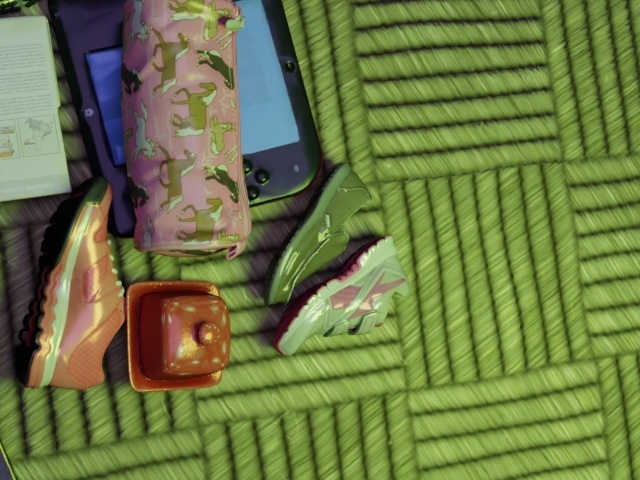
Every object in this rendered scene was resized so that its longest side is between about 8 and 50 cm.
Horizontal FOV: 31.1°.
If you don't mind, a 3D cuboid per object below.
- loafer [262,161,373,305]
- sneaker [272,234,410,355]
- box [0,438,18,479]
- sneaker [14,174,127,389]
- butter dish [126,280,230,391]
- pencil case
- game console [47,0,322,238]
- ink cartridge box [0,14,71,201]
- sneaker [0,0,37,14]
[{"bbox_3d":[0.000,0.000,1.738,0.087,0.094,0.251,34,77,-7],"label":"loafer"},{"bbox_3d":[0.041,0.102,1.738,0.252,0.103,0.111,-38,95,-15],"label":"sneaker"},{"bbox_3d":[-0.550,0.338,1.558,0.257,0.079,0.322,-22,92,-15],"label":"box"},{"bbox_3d":[-0.334,0.065,1.643,0.136,0.116,0.313,18,84,-29],"label":"sneaker"},{"bbox_3d":[-0.186,0.135,1.646,0.160,0.118,0.160,1,85,-38],"label":"butter dish"},{"bbox_3d":[-0.188,-0.162,1.618,0.160,0.167,0.386,-1,87,-41],"label":"pencil case"},{"bbox_3d":[-0.195,-0.224,1.718,0.342,0.060,0.386,-15,89,-17],"label":"game console"},{"bbox_3d":[-0.517,-0.172,1.614,0.296,0.066,0.261,-8,88,-16],"label":"ink cartridge box"},{"bbox_3d":[-0.418,-0.432,1.664,0.279,0.107,0.118,-40,78,-19],"label":"sneaker"}]
